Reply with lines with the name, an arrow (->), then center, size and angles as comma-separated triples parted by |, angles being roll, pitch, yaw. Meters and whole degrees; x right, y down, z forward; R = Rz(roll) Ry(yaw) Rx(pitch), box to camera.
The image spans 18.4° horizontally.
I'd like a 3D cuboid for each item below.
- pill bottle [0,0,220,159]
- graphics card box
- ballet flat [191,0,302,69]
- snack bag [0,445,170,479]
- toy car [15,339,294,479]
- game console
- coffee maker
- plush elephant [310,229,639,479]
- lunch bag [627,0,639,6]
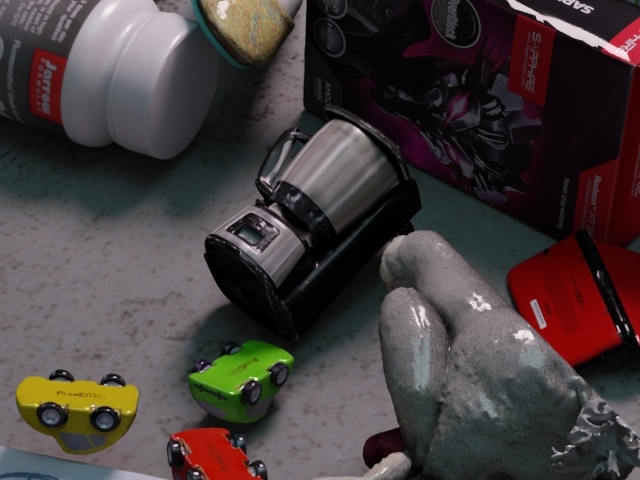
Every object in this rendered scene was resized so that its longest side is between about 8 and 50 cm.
pill bottle -> -0.254, -0.185, 1.919 | 0.283, 0.161, 0.161 | 20, 45, 20
graphics card box -> 0.152, -0.161, 1.856 | 0.371, 0.233, 0.094 | 30, 49, 27
ballet flat -> -0.060, -0.259, 1.956 | 0.123, 0.123, 0.348 | 1, 16, -1
snack bag -> -0.203, 0.297, 1.471 | 0.323, 0.037, 0.342 | 10, 42, 10
toy car -> -0.100, 0.144, 1.610 | 0.239, 0.053, 0.225 | 21, 29, 28
game console -> 0.251, 0.069, 1.764 | 0.124, 0.085, 0.144 | -30, 41, 11
coffee maker -> 0.000, 0.000, 1.747 | 0.178, 0.171, 0.120 | -46, 35, -16
plush elephant -> 0.100, 0.188, 1.477 | 0.255, 0.272, 0.330 | -44, 13, 2
lunch bag -> 0.484, -0.355, 2.086 | 0.385, 0.239, 0.328 | -7, 39, -14
